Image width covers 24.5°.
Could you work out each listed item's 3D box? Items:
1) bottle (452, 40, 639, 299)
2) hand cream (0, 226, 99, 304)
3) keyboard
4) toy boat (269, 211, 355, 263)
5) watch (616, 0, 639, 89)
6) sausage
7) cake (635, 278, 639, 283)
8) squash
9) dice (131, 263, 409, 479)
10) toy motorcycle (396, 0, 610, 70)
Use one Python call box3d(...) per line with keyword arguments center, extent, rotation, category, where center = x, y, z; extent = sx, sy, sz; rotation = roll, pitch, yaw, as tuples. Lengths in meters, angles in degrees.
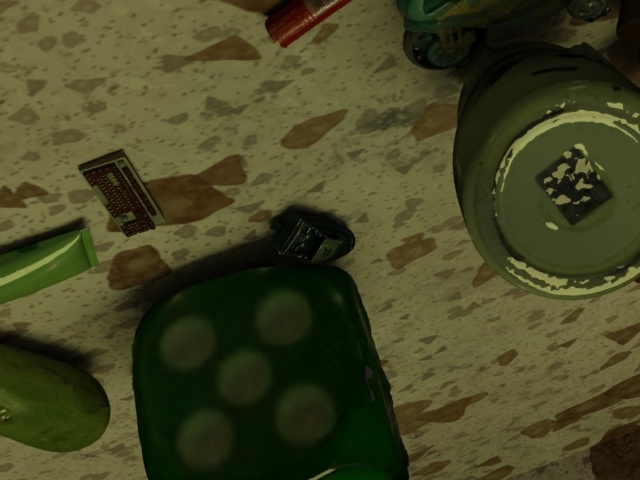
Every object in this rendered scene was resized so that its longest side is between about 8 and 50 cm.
box3d(center=(0.232, -0.088, 1.473), extent=(0.229, 0.229, 0.351), rotation=(-24, -163, 7), category="bottle")
box3d(center=(-0.337, 0.035, 1.647), extent=(0.175, 0.046, 0.095), rotation=(-22, 154, -11), category="hand cream")
box3d(center=(-0.211, -0.047, 1.603), extent=(0.055, 0.017, 0.166), rotation=(-21, 155, 1), category="keyboard")
box3d(center=(0.000, 0.000, 1.811), extent=(0.141, 0.060, 0.055), rotation=(11, 116, -55), category="toy boat")
box3d(center=(0.493, -0.110, 1.570), extent=(0.335, 0.327, 0.314), rotation=(-11, 160, 32), category="watch")
box3d(center=(0.007, -0.230, 1.388), extent=(0.129, 0.034, 0.034), rotation=(-33, 152, 23), category="sausage")
box3d(center=(0.512, -0.053, 1.982), extent=(0.283, 0.151, 0.177), rotation=(-35, 163, 28), category="cake")
box3d(center=(-0.387, 0.186, 1.823), extent=(0.118, 0.118, 0.370), rotation=(-29, 151, 17), category="squash")
box3d(center=(-0.060, 0.208, 1.860), extent=(0.300, 0.287, 0.297), rotation=(-14, 159, 6), category="dice")
box3d(center=(0.175, -0.272, 1.368), extent=(0.296, 0.109, 0.198), rotation=(-29, 144, 22), category="toy motorcycle")
